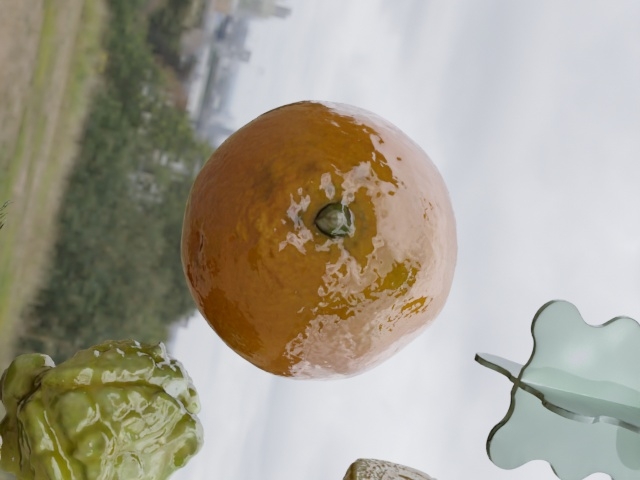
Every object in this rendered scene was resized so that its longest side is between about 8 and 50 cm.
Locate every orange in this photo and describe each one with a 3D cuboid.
[{"bbox_3d":[0.000,0.000,1.489,0.312,0.312,0.312,-167,-90,-85],"label":"orange"}]

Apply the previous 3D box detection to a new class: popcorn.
[{"bbox_3d":[-0.240,0.204,1.515,0.256,0.255,0.195,-43,124,-67],"label":"popcorn"}]

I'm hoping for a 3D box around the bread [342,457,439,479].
[{"bbox_3d":[0.065,0.256,1.222,0.149,0.122,0.073,-99,-153,-76],"label":"bread"}]

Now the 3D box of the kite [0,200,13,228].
[{"bbox_3d":[-0.449,0.058,1.562,0.285,0.015,0.152,-52,-172,-29],"label":"kite"}]

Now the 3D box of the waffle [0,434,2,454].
[{"bbox_3d":[-0.371,0.123,1.137,0.051,0.291,0.291,-49,-175,-3],"label":"waffle"}]

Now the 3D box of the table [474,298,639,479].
[{"bbox_3d":[0.253,0.146,1.248,0.166,0.198,0.166,-38,-135,50],"label":"table"}]
